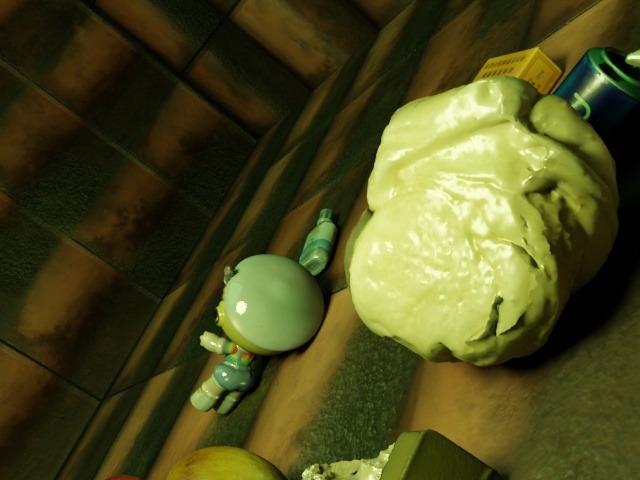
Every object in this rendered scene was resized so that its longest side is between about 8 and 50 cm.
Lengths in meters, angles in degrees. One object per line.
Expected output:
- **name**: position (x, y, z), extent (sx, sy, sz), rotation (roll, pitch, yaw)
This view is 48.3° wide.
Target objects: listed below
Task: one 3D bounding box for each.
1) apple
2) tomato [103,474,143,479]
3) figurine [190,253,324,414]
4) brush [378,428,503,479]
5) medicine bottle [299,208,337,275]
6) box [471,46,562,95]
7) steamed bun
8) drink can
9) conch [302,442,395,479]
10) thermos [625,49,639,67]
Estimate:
- **apple**: position (-0.143, 0.427, 1.057), extent (0.237, 0.207, 0.237), rotation (-160, 90, -82)
- **tomato**: position (-0.420, 0.606, 1.422), extent (0.335, 0.176, 0.290), rotation (-23, 37, 56)
- **figurine**: position (-0.130, 0.222, 1.514), extent (0.205, 0.224, 0.382), rotation (53, 132, 50)
- **brush**: position (0.102, 0.307, 0.746), extent (0.197, 0.123, 0.059), rotation (-59, 15, -21)
- **medicine bottle**: position (0.000, 0.000, 1.719), extent (0.090, 0.053, 0.208), rotation (-40, 21, 35)
- **box**: position (0.305, -0.221, 1.333), extent (0.274, 0.076, 0.174), rotation (-54, 16, -4)
- **steamed bun**: position (0.200, -0.018, 0.902), extent (0.324, 0.230, 0.372), rotation (22, 109, 38)
- **drink can**: position (0.351, -0.153, 0.967), extent (0.205, 0.118, 0.118), rotation (-57, 12, 37)
- **conch**: position (0.039, 0.351, 0.860), extent (0.178, 0.163, 0.245), rotation (22, -93, -75)
- **thermos**: position (0.436, -0.157, 0.778), extent (0.176, 0.146, 0.265), rotation (1, 41, 16)
